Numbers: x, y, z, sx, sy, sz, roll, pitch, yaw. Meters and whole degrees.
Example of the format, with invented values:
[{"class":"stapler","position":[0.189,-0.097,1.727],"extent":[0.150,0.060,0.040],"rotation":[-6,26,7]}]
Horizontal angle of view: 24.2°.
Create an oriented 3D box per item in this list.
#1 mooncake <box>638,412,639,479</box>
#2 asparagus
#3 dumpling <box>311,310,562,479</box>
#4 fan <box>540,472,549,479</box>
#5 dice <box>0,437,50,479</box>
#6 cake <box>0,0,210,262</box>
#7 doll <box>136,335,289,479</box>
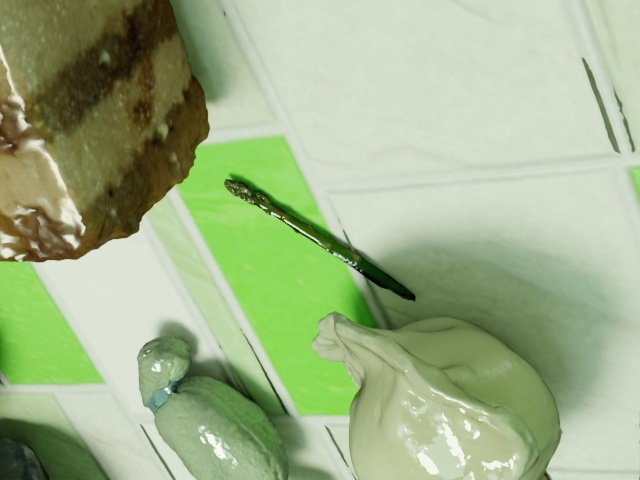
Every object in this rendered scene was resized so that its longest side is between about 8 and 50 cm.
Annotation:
[{"class":"mooncake","position":[0.319,0.229,0.984],"extent":[0.254,0.136,0.250],"rotation":[-127,20,-50]},{"class":"asparagus","position":[0.000,0.000,1.093],"extent":[0.166,0.013,0.016],"rotation":[33,127,-2]},{"class":"dumpling","position":[0.074,0.119,1.066],"extent":[0.193,0.147,0.258],"rotation":[46,167,-3]},{"class":"fan","position":[0.105,0.235,1.256],"extent":[0.153,0.008,0.226],"rotation":[21,136,11]},{"class":"dice","position":[-0.324,0.309,1.408],"extent":[0.182,0.181,0.183],"rotation":[-21,125,-8]},{"class":"cake","position":[-0.212,-0.150,0.951],"extent":[0.199,0.196,0.293],"rotation":[5,125,27]},{"class":"doll","position":[-0.085,0.169,1.259],"extent":[0.214,0.071,0.103],"rotation":[48,135,-12]}]
